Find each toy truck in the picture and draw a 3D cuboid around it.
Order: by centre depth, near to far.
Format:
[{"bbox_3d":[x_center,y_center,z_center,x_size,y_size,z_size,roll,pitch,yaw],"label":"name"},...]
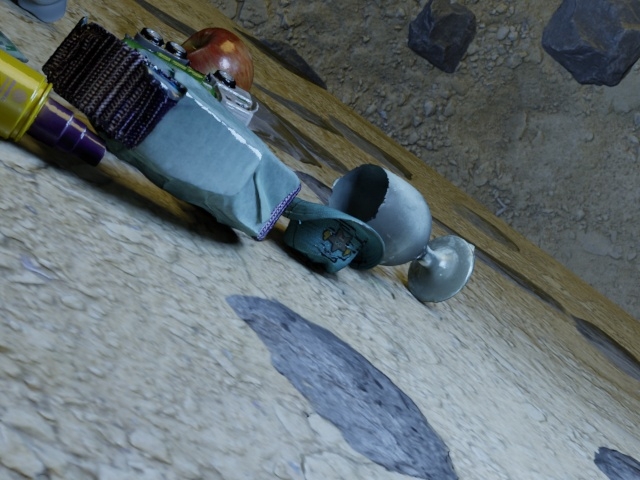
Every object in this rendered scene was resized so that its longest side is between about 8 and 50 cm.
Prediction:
[{"bbox_3d":[-0.217,-0.226,1.770,0.243,0.101,0.125,26,19,-25],"label":"toy truck"}]

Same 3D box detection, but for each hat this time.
[{"bbox_3d":[0.000,0.000,1.535,0.138,0.078,0.191,38,-10,-26],"label":"hat"}]

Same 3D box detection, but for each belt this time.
[{"bbox_3d":[-0.166,-0.119,1.350,0.325,0.122,0.260,40,-3,-31],"label":"belt"}]

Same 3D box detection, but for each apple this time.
[{"bbox_3d":[-0.184,-0.293,2.023,0.131,0.146,0.146,61,-6,-36],"label":"apple"}]

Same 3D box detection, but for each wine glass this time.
[{"bbox_3d":[0.116,-0.009,1.682,0.241,0.126,0.126,39,6,-42],"label":"wine glass"}]

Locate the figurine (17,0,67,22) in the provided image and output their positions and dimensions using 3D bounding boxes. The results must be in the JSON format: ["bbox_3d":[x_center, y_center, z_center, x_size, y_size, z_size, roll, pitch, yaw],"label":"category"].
[{"bbox_3d":[-0.454,-0.424,1.841,0.193,0.147,0.126,13,35,-11],"label":"figurine"}]

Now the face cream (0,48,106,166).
[{"bbox_3d":[-0.339,-0.159,1.195,0.273,0.078,0.078,32,12,-15],"label":"face cream"}]

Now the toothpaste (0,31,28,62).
[{"bbox_3d":[-0.409,-0.240,1.437,0.064,0.041,0.218,45,8,-6],"label":"toothpaste"}]
